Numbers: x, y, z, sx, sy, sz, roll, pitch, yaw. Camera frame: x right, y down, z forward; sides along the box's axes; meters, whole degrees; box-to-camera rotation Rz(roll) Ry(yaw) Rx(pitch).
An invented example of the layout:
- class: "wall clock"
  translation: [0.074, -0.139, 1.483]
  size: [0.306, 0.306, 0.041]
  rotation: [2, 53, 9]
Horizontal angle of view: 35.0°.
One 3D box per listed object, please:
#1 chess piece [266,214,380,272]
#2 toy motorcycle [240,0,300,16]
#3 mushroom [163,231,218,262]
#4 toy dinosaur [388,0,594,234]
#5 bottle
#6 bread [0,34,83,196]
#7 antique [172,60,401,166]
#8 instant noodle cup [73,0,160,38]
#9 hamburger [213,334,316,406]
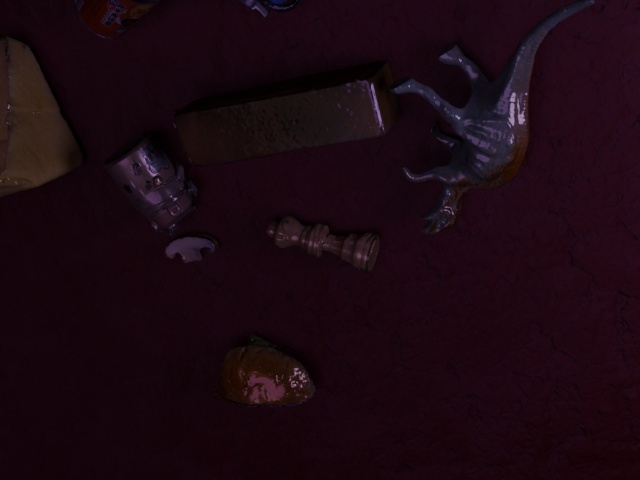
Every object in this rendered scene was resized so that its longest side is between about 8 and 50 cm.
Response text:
- class: "chess piece"
  translation: [0.000, 0.000, 1.519]
  size: [0.172, 0.060, 0.060]
  rotation: [15, 119, 16]
- class: "toy motorcycle"
  translation: [-0.059, -0.404, 1.319]
  size: [0.150, 0.102, 0.221]
  rotation: [28, 122, -9]
- class: "mushroom"
  translation: [-0.207, 0.011, 1.620]
  size: [0.101, 0.019, 0.049]
  rotation: [-7, 111, 26]
- class: "toy dinosaur"
  translation: [0.213, -0.180, 1.329]
  size: [0.205, 0.092, 0.393]
  rotation: [44, 120, -4]
- class: "bottle"
  translation: [-0.251, -0.082, 1.554]
  size: [0.099, 0.099, 0.152]
  rotation: [-25, 111, 29]
- class: "bread"
  translation: [-0.555, -0.172, 1.568]
  size: [0.263, 0.198, 0.236]
  rotation: [-12, 104, 27]
- class: "antique"
  translation: [-0.051, -0.176, 1.427]
  size: [0.309, 0.093, 0.087]
  rotation: [-8, 112, 23]
- class: "instant noodle cup"
  translation: [-0.275, -0.355, 1.415]
  size: [0.127, 0.127, 0.135]
  rotation: [47, 129, -6]
- class: "hamburger"
  translation: [-0.101, 0.213, 1.640]
  size: [0.176, 0.087, 0.102]
  rotation: [1, 117, 23]
